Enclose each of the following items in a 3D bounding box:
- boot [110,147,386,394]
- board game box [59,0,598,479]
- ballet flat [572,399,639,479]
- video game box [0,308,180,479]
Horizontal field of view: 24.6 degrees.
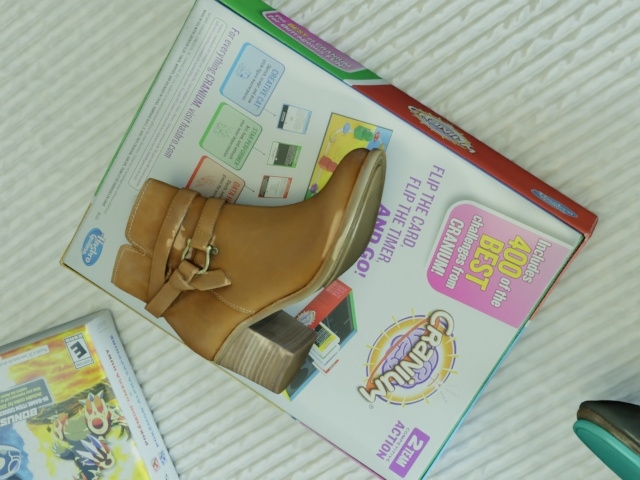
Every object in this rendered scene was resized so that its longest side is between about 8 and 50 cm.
[{"bbox_3d":[-0.053,-0.007,0.998,0.152,0.073,0.197,32,108,12],"label":"boot"},{"bbox_3d":[0.000,0.000,1.055,0.316,0.064,0.242,34,111,7],"label":"board game box"},{"bbox_3d":[0.291,0.187,1.001,0.096,0.095,0.280,-45,99,-12],"label":"ballet flat"},{"bbox_3d":[-0.227,0.174,1.179,0.205,0.048,0.187,-20,99,21],"label":"video game box"}]
